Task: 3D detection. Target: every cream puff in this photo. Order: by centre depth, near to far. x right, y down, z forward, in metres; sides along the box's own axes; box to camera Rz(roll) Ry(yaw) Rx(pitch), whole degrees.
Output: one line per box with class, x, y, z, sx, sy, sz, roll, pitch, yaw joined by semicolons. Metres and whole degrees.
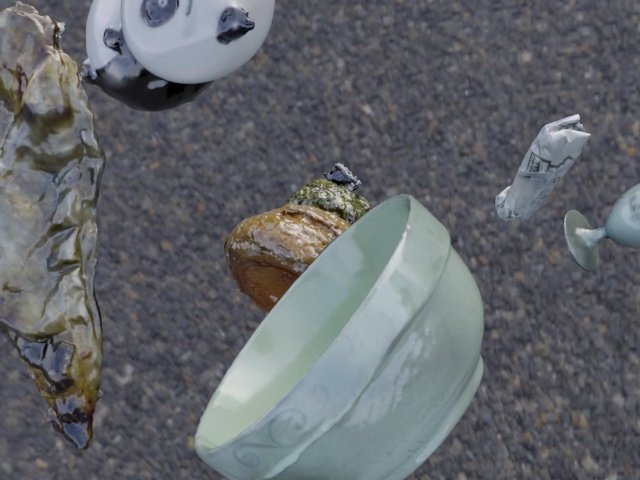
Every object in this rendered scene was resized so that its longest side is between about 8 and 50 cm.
cream puff;0.000;0.000;1.389;0.183;0.183;0.169;18;57;24

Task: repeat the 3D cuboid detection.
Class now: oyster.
oyster;-0.211;-0.005;0.907;0.129;0.079;0.344;1;100;34

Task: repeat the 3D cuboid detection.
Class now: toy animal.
toy animal;-0.152;-0.252;1.334;0.235;0.165;0.187;-23;57;56

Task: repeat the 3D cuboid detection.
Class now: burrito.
burrito;0.291;-0.089;1.617;0.064;0.203;0.064;10;54;-14

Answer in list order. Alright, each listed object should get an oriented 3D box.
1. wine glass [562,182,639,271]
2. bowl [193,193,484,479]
wine glass;0.423;-0.030;1.560;0.202;0.093;0.092;-22;51;38
bowl;0.035;0.120;1.116;0.163;0.307;0.307;42;73;-7
